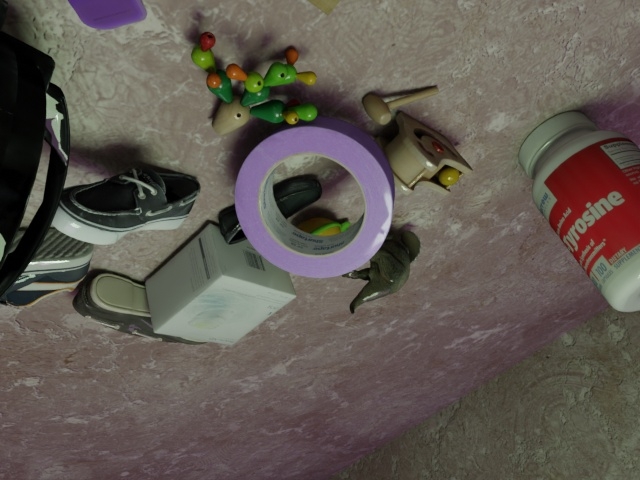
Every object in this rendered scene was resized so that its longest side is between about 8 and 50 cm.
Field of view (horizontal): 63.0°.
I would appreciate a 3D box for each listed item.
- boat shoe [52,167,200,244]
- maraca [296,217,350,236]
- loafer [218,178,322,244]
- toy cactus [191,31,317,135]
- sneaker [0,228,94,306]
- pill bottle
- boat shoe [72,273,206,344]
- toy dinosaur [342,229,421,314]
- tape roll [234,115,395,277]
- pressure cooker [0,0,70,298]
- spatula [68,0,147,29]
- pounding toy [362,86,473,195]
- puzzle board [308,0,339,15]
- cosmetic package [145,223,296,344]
[{"bbox_3d":[-0.296,-0.069,0.837,0.102,0.108,0.301,-47,167,18],"label":"boat shoe"},{"bbox_3d":[0.000,0.000,1.161,0.127,0.099,0.185,-42,165,30],"label":"maraca"},{"bbox_3d":[-0.096,-0.054,1.050,0.223,0.078,0.076,-23,145,3],"label":"loafer"},{"bbox_3d":[-0.116,-0.232,0.815,0.218,0.112,0.180,10,153,-39],"label":"toy cactus"},{"bbox_3d":[-0.573,0.051,0.907,0.321,0.126,0.127,3,132,-33],"label":"sneaker"},{"bbox_3d":[0.595,-0.076,1.087,0.228,0.408,0.229,-14,143,-10],"label":"pill bottle"},{"bbox_3d":[-0.387,0.164,1.176,0.095,0.112,0.335,-26,141,29],"label":"boat shoe"},{"bbox_3d":[0.148,0.049,1.201,0.160,0.313,0.121,21,127,6],"label":"toy dinosaur"},{"bbox_3d":[-0.008,-0.074,0.925,0.274,0.090,0.275,4,114,9],"label":"tape roll"},{"bbox_3d":[-0.490,-0.094,0.545,0.369,0.376,0.420,-35,145,27],"label":"pressure cooker"},{"bbox_3d":[-0.293,-0.365,0.587,0.084,0.030,0.296,-17,145,-1],"label":"spatula"},{"bbox_3d":[0.202,-0.178,0.975,0.269,0.154,0.155,15,131,-40],"label":"pounding toy"},{"bbox_3d":[-0.004,-0.385,0.724,0.128,0.011,0.096,18,128,-42],"label":"puzzle board"},{"bbox_3d":[-0.217,0.108,1.145,0.224,0.138,0.224,-38,144,24],"label":"cosmetic package"}]
